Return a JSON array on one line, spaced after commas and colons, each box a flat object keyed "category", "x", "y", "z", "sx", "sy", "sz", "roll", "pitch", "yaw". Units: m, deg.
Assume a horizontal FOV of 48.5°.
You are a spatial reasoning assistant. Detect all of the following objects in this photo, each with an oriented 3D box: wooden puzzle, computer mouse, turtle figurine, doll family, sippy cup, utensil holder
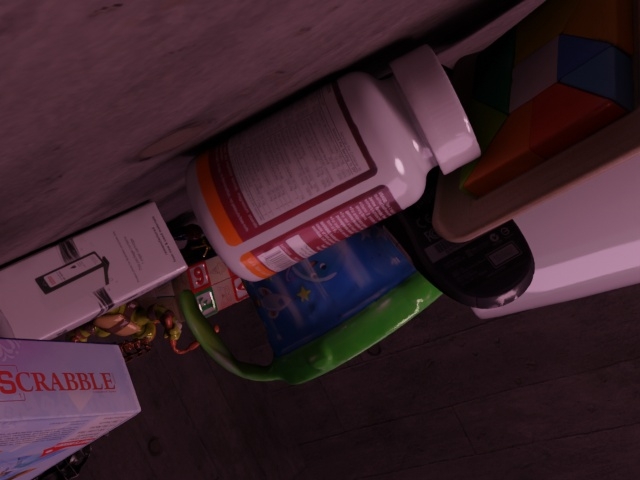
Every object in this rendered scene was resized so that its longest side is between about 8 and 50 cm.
[{"category": "wooden puzzle", "x": 0.185, "y": -0.130, "z": 0.573, "sx": 0.238, "sy": 0.044, "sz": 0.221, "roll": -28, "pitch": -139, "yaw": 49}, {"category": "computer mouse", "x": 0.124, "y": -0.056, "z": 0.680, "sx": 0.184, "sy": 0.262, "sz": 0.060, "roll": -32, "pitch": 155, "yaw": -18}, {"category": "turtle figurine", "x": -0.301, "y": 0.107, "z": 1.053, "sx": 0.269, "sy": 0.087, "sz": 0.217, "roll": -9, "pitch": 151, "yaw": 27}, {"category": "doll family", "x": -0.167, "y": -0.018, "z": 1.132, "sx": 0.193, "sy": 0.076, "sz": 0.111, "roll": -30, "pitch": -162, "yaw": -29}, {"category": "sippy cup", "x": 0.000, "y": 0.000, "z": 0.780, "sx": 0.305, "sy": 0.224, "sz": 0.240, "roll": -33, "pitch": 180, "yaw": -32}, {"category": "utensil holder", "x": 0.350, "y": -0.090, "z": 0.918, "sx": 0.385, "sy": 0.328, "sz": 0.327, "roll": -19, "pitch": -176, "yaw": 18}]

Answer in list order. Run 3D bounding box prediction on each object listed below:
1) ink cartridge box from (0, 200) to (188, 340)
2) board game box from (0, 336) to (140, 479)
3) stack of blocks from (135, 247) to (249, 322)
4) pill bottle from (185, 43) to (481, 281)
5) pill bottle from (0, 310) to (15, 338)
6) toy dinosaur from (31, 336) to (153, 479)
[{"category": "ink cartridge box", "x": -0.262, "y": 0.045, "z": 0.777, "sx": 0.203, "sy": 0.086, "sz": 0.148, "roll": -28, "pitch": -178, "yaw": -19}, {"category": "board game box", "x": -0.344, "y": 0.163, "z": 0.470, "sx": 0.318, "sy": 0.066, "sz": 0.318, "roll": -33, "pitch": 158, "yaw": 17}, {"category": "stack of blocks", "x": -0.261, "y": 0.072, "z": 1.220, "sx": 0.297, "sy": 0.087, "sz": 0.171, "roll": -6, "pitch": -168, "yaw": 36}, {"category": "pill bottle", "x": 0.010, "y": -0.063, "z": 0.588, "sx": 0.221, "sy": 0.121, "sz": 0.121, "roll": -27, "pitch": -178, "yaw": 11}, {"category": "pill bottle", "x": -0.375, "y": 0.124, "z": 0.601, "sx": 0.214, "sy": 0.117, "sz": 0.117, "roll": -27, "pitch": -178, "yaw": -1}, {"category": "toy dinosaur", "x": -0.363, "y": 0.184, "z": 0.851, "sx": 0.322, "sy": 0.164, "sz": 0.218, "roll": -44, "pitch": -150, "yaw": -22}]
